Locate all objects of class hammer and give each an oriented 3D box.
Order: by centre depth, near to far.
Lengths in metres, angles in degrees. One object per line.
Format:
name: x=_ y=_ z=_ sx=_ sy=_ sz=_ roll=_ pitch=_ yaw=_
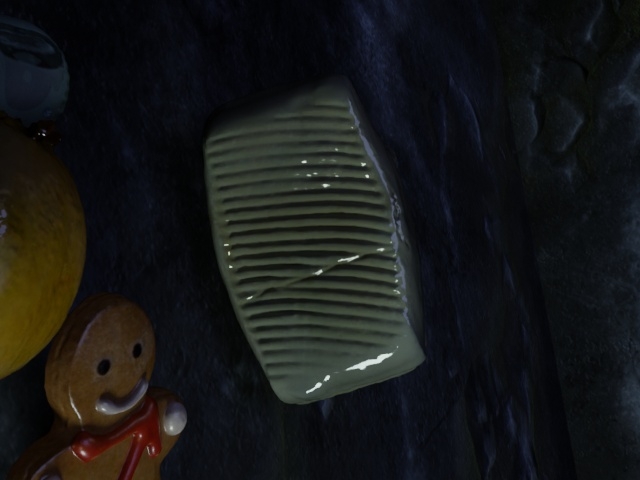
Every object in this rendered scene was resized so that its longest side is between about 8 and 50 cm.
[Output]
hammer: x=-0.358 y=-0.251 z=0.828 sx=0.206 sy=0.118 sz=0.336 roll=-2 pitch=71 yaw=-60

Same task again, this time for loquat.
loquat: x=-0.289 y=0.005 z=0.710 sx=0.238 sy=0.193 sz=0.238 roll=17 pitch=90 yaw=-73

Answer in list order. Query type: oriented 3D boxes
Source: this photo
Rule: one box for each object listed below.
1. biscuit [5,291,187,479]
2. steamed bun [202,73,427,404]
biscuit: x=-0.188 y=0.204 z=0.812 sx=0.205 sy=0.049 sz=0.324 roll=-14 pitch=110 yaw=-60
steamed bun: x=0.000 y=-0.004 z=1.170 sx=0.236 sy=0.246 sz=0.384 roll=-24 pitch=97 yaw=-80
